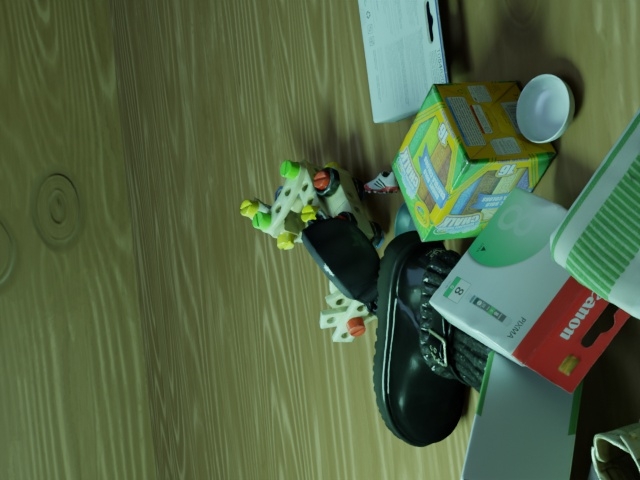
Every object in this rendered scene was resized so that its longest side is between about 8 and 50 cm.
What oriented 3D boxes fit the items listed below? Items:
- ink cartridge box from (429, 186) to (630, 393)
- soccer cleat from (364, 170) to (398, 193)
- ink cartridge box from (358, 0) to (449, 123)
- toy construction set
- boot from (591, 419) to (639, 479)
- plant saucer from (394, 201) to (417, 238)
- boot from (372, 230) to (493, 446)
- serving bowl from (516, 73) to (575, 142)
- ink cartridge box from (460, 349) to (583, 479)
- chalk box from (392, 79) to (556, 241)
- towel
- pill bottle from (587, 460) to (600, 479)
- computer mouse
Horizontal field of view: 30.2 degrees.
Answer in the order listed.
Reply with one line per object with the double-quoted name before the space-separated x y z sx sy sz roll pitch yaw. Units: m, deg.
"ink cartridge box" 0.252 0.051 1.359 0.181 0.056 0.224 -52 35 -5
"soccer cleat" 0.096 -0.091 1.853 0.083 0.029 0.036 3 90 62
"ink cartridge box" 0.132 -0.295 1.703 0.224 0.045 0.223 -9 87 65
"toy construction set" 0.000 0.000 1.935 0.215 0.151 0.328 -47 57 28
"boot" 0.344 0.176 1.195 0.077 0.165 0.213 -48 54 58
"plant saucer" 0.147 -0.002 1.765 0.119 0.021 0.119 173 90 -66
"boot" 0.192 0.173 1.579 0.260 0.131 0.348 29 135 47
"serving bowl" 0.276 -0.157 1.427 0.083 0.027 0.083 -10 77 52
"ink cartridge box" 0.223 0.301 1.394 0.201 0.117 0.278 -68 -15 -46
"chalk box" 0.184 -0.087 1.531 0.213 0.132 0.132 115 142 -48
"towel" 0.369 -0.024 1.105 0.248 0.038 0.325 -54 33 2
"pill bottle" 0.327 0.360 1.309 0.136 0.136 0.246 -136 45 -55
"computer mouse" 0.042 0.019 1.681 0.188 0.072 0.272 54 -176 8
